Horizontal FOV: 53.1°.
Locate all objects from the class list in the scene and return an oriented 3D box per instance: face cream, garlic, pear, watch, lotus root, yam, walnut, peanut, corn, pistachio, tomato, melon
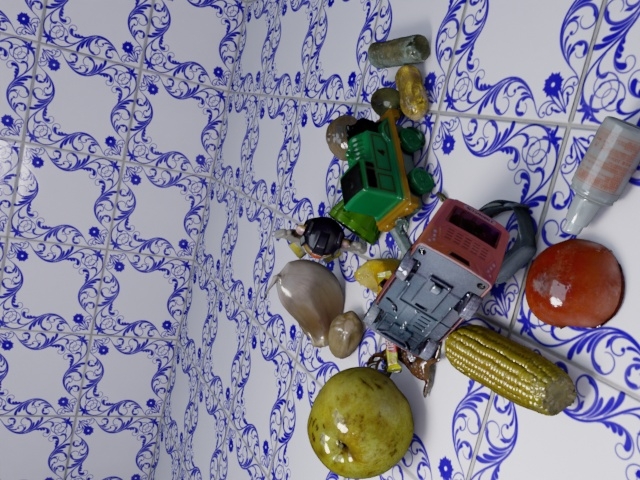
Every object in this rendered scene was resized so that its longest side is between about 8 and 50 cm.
[{"bbox_3d":[0.570,-0.121,1.310,0.101,0.101,0.251,54,129,53],"label":"face cream"},{"bbox_3d":[-0.072,0.193,2.205,0.231,0.340,0.246,0,54,53],"label":"garlic"},{"bbox_3d":[0.107,0.513,1.764,0.304,0.304,0.304,-26,60,57],"label":"pear"},{"bbox_3d":[0.436,-0.009,1.563,0.206,0.068,0.193,-58,37,40],"label":"watch"},{"bbox_3d":[0.143,-0.098,2.057,0.186,0.186,0.186,-26,60,57],"label":"lotus root"},{"bbox_3d":[0.250,-0.604,2.052,0.259,0.093,0.093,19,99,61],"label":"yam"},{"bbox_3d":[0.087,-0.359,2.238,0.140,0.140,0.162,-20,55,59],"label":"walnut"},{"bbox_3d":[0.280,-0.452,1.958,0.087,0.087,0.206,-47,41,46],"label":"peanut"},{"bbox_3d":[0.418,0.288,1.440,0.344,0.131,0.131,27,106,62],"label":"corn"},{"bbox_3d":[0.078,0.313,2.095,0.126,0.108,0.185,-84,9,-62],"label":"pistachio"},{"bbox_3d":[0.511,0.085,1.354,0.228,0.112,0.199,-18,65,56],"label":"tomato"},{"bbox_3d":[0.216,-0.443,2.060,0.162,0.099,0.099,49,125,56],"label":"melon"}]

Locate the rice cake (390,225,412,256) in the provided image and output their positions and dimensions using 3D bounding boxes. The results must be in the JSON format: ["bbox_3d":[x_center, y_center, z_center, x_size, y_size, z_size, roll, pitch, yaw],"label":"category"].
[{"bbox_3d":[0.244,-0.008,1.951,0.207,0.033,0.033,-114,32,-44],"label":"rice cake"}]

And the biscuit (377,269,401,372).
[{"bbox_3d":[0.197,0.230,1.818,0.048,0.026,0.292,-12,72,24],"label":"biscuit"}]

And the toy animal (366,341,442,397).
[{"bbox_3d":[0.236,0.327,1.816,0.260,0.087,0.243,-67,30,19],"label":"toy animal"}]

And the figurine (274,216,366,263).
[{"bbox_3d":[-0.003,-0.003,2.139,0.308,0.308,0.143,-26,70,57],"label":"figurine"}]

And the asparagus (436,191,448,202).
[{"bbox_3d":[0.368,-0.052,1.744,0.024,0.025,0.248,106,154,-45],"label":"asparagus"}]

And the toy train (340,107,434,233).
[{"bbox_3d":[0.176,-0.214,1.905,0.178,0.249,0.429,-44,46,49],"label":"toy train"}]

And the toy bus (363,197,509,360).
[{"bbox_3d":[0.270,0.103,1.558,0.233,0.203,0.427,-56,-5,-34],"label":"toy bus"}]

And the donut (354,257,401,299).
[{"bbox_3d":[0.199,0.132,1.942,0.152,0.101,0.259,-57,32,28],"label":"donut"}]
